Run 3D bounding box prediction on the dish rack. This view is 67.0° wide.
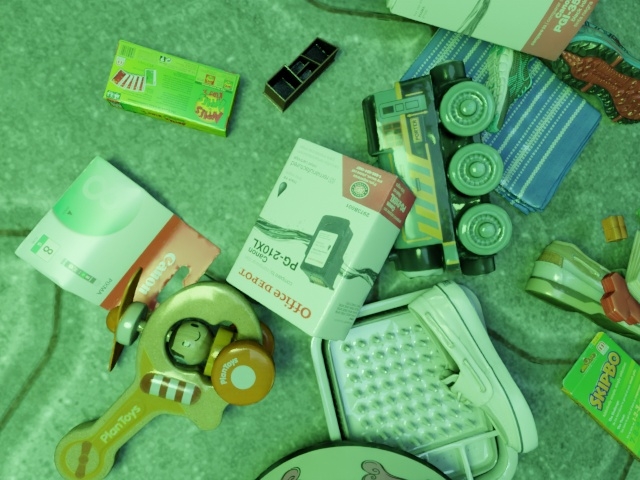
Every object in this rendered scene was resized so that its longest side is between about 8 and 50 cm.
[{"bbox_3d":[0.143,0.251,0.769,0.285,0.072,0.333,-13,90,-9],"label":"dish rack"}]

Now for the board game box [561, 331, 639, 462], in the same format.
[{"bbox_3d":[0.541,0.286,0.854,0.259,0.039,0.124,43,81,-8],"label":"board game box"}]

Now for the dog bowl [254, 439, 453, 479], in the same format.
[{"bbox_3d":[0.046,0.497,0.645,0.407,0.150,0.408,1,96,5],"label":"dog bowl"}]

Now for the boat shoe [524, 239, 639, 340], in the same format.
[{"bbox_3d":[0.501,0.098,0.817,0.302,0.113,0.103,25,85,-10],"label":"boat shoe"}]

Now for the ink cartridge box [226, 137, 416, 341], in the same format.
[{"bbox_3d":[0.000,0.000,0.693,0.172,0.100,0.237,27,90,30],"label":"ink cartridge box"}]

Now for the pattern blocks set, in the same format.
[{"bbox_3d":[0.561,0.075,0.790,0.285,0.026,0.325,42,50,-9],"label":"pattern blocks set"}]

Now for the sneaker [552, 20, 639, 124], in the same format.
[{"bbox_3d":[0.512,-0.306,0.841,0.261,0.104,0.125,24,56,-24],"label":"sneaker"}]

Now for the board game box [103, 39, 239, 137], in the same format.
[{"bbox_3d":[-0.224,-0.230,0.743,0.181,0.043,0.092,14,85,-8],"label":"board game box"}]

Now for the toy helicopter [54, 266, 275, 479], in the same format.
[{"bbox_3d":[-0.243,0.195,0.679,0.355,0.140,0.235,-44,99,1],"label":"toy helicopter"}]

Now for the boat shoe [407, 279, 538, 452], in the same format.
[{"bbox_3d":[0.217,0.193,0.704,0.088,0.096,0.268,-27,90,-6],"label":"boat shoe"}]

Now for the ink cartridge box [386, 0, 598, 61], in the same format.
[{"bbox_3d":[0.257,-0.419,0.757,0.282,0.117,0.207,13,54,-9],"label":"ink cartridge box"}]

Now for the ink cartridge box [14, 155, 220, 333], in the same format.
[{"bbox_3d":[-0.292,0.015,0.716,0.224,0.056,0.181,38,82,-5],"label":"ink cartridge box"}]

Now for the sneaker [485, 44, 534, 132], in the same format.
[{"bbox_3d":[0.314,-0.253,0.798,0.076,0.065,0.167,15,83,-12],"label":"sneaker"}]

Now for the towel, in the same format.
[{"bbox_3d":[0.313,-0.234,0.839,0.336,0.040,0.243,38,81,-6],"label":"towel"}]

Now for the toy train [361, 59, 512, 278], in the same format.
[{"bbox_3d":[0.178,-0.100,0.753,0.190,0.142,0.334,-9,97,12],"label":"toy train"}]

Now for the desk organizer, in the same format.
[{"bbox_3d":[-0.031,-0.272,0.775,0.047,0.050,0.130,43,81,-5],"label":"desk organizer"}]
